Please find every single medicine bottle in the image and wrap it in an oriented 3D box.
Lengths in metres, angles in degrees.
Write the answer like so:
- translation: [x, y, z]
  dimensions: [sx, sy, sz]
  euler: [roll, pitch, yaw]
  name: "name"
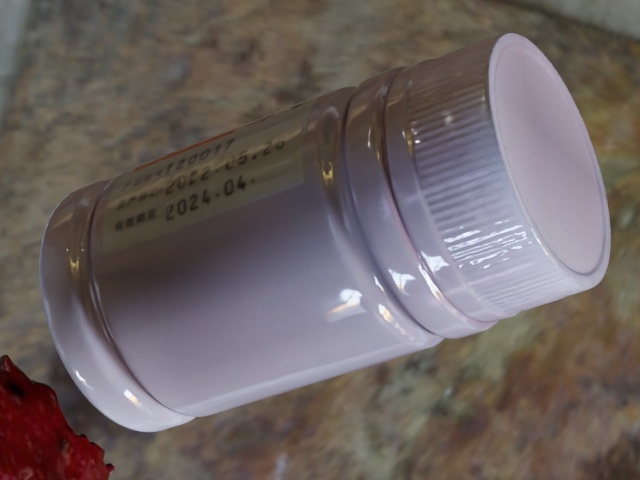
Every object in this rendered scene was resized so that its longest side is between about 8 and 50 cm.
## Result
- translation: [0.000, 0.000, 0.950]
  dimensions: [0.250, 0.133, 0.133]
  euler: [-19, 89, 28]
  name: "medicine bottle"

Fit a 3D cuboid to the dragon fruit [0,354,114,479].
- translation: [-0.159, 0.184, 0.861]
  dimensions: [0.100, 0.282, 0.343]
  euler: [-24, 113, 22]
  name: "dragon fruit"
